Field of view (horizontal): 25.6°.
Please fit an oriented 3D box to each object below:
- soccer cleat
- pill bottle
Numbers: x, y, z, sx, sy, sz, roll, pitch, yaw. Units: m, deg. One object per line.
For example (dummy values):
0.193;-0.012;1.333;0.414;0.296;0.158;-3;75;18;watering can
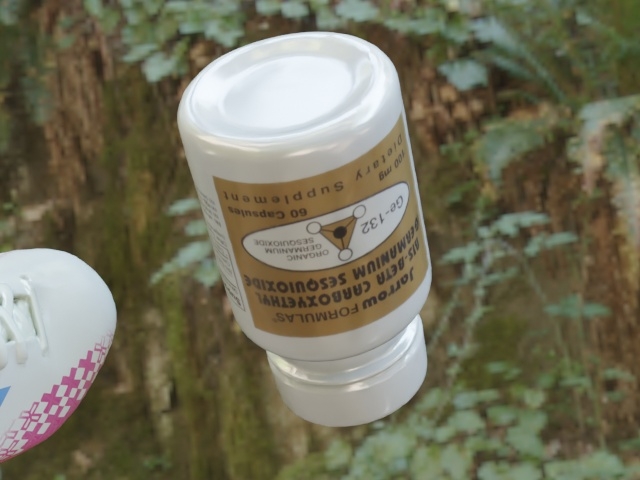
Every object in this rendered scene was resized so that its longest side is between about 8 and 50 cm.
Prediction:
-0.213;0.072;0.781;0.331;0.116;0.143;-37;-14;-50;soccer cleat
0.000;0.000;0.871;0.131;0.131;0.229;-8;-53;7;pill bottle
